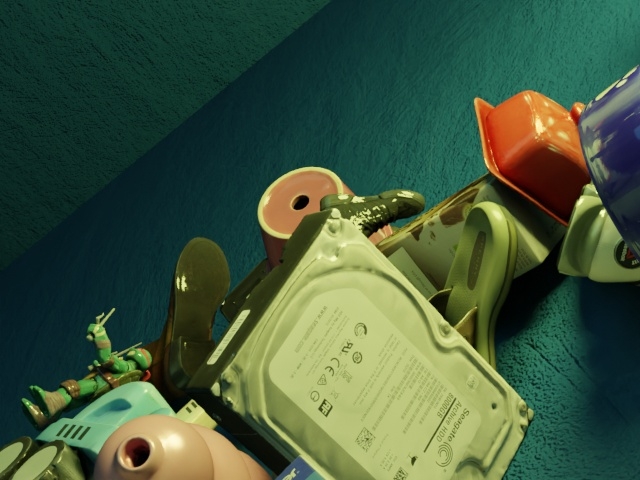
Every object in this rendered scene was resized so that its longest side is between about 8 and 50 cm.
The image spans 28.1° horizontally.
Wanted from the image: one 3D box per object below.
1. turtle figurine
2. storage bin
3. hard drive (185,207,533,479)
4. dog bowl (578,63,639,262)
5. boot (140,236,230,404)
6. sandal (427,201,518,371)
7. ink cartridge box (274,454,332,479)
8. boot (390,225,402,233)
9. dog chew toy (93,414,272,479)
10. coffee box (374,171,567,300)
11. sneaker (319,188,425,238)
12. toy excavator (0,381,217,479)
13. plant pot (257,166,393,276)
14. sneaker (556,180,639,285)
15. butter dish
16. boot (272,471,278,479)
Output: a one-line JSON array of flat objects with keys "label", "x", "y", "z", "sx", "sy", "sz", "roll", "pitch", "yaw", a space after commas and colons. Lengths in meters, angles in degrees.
[{"label": "turtle figurine", "x": -0.347, "y": 0.206, "z": 1.987, "sx": 0.234, "sy": 0.118, "sz": 0.175, "roll": -32, "pitch": -26, "yaw": -34}, {"label": "storage bin", "x": -0.075, "y": 0.110, "z": 2.011, "sx": 0.122, "sy": 0.084, "sz": 0.180, "roll": -47, "pitch": 21, "yaw": -2}, {"label": "hard drive", "x": 0.053, "y": 0.165, "z": 1.292, "sx": 0.064, "sy": 0.339, "sz": 0.237, "roll": -9, "pitch": 40, "yaw": 55}, {"label": "dog bowl", "x": 0.364, "y": -0.050, "z": 1.203, "sx": 0.104, "sy": 0.265, "sz": 0.265, "roll": -36, "pitch": 22, "yaw": 31}, {"label": "boot", "x": -0.244, "y": 0.158, "z": 2.113, "sx": 0.280, "sy": 0.096, "sz": 0.264, "roll": -41, "pitch": 48, "yaw": 53}, {"label": "sandal", "x": 0.145, "y": 0.101, "z": 1.455, "sx": 0.120, "sy": 0.086, "sz": 0.303, "roll": 17, "pitch": 98, "yaw": 62}, {"label": "ink cartridge box", "x": 0.058, "y": 0.345, "z": 1.035, "sx": 0.151, "sy": 0.270, "sz": 0.395, "roll": -43, "pitch": 20, "yaw": -7}, {"label": "boot", "x": 0.032, "y": -0.004, "z": 1.984, "sx": 0.219, "sy": 0.106, "sz": 0.082, "roll": -20, "pitch": 32, "yaw": 50}, {"label": "dog chew toy", "x": -0.159, "y": 0.302, "z": 1.459, "sx": 0.206, "sy": 0.332, "sz": 0.207, "roll": -6, "pitch": 58, "yaw": 9}, {"label": "coffee box", "x": 0.150, "y": 0.025, "z": 1.618, "sx": 0.297, "sy": 0.119, "sz": 0.168, "roll": -33, "pitch": 2, "yaw": 29}, {"label": "sneaker", "x": 0.054, "y": -0.017, "z": 1.691, "sx": 0.170, "sy": 0.051, "sz": 0.089, "roll": -1, "pitch": 57, "yaw": 5}, {"label": "toy excavator", "x": -0.218, "y": 0.280, "z": 1.827, "sx": 0.445, "sy": 0.222, "sz": 0.433, "roll": -46, "pitch": 20, "yaw": -27}, {"label": "plant pot", "x": 0.000, "y": 0.000, "z": 1.830, "sx": 0.201, "sy": 0.180, "sz": 0.201, "roll": -12, "pitch": 50, "yaw": 15}, {"label": "sneaker", "x": 0.350, "y": -0.008, "z": 1.394, "sx": 0.330, "sy": 0.146, "sz": 0.122, "roll": -41, "pitch": -35, "yaw": -68}, {"label": "butter dish", "x": 0.275, "y": -0.117, "z": 1.516, "sx": 0.118, "sy": 0.160, "sz": 0.160, "roll": -42, "pitch": 29, "yaw": 30}, {"label": "boot", "x": 0.044, "y": 0.222, "z": 1.604, "sx": 0.208, "sy": 0.076, "sz": 0.190, "roll": -25, "pitch": 28, "yaw": 29}]
